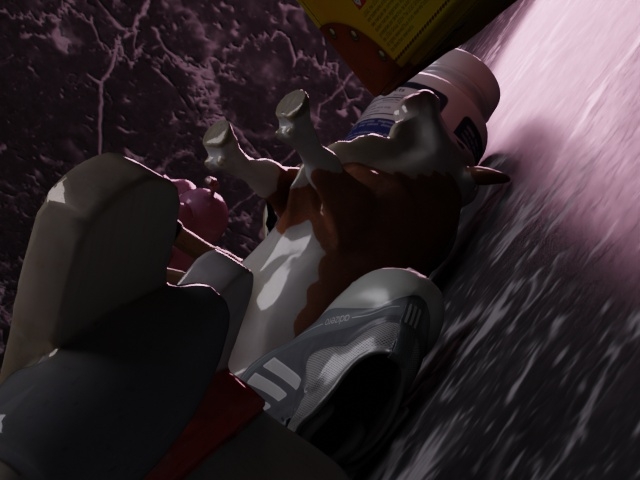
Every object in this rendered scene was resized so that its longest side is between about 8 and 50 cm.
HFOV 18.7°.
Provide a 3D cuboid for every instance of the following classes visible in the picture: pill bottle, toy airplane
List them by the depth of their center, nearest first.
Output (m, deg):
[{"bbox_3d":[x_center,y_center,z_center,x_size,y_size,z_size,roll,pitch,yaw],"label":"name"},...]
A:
[{"bbox_3d":[-0.136,0.167,0.856,0.384,0.272,0.386,-42,-33,2],"label":"toy airplane"},{"bbox_3d":[0.068,-0.066,1.457,0.169,0.094,0.094,-54,4,-33],"label":"pill bottle"}]

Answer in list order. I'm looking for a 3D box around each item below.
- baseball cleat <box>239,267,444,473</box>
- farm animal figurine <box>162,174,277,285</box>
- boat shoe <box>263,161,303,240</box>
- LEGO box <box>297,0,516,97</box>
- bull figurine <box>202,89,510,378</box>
[{"bbox_3d":[-0.008,0.094,1.043,0.206,0.072,0.109,-54,8,44],"label":"baseball cleat"},{"bbox_3d":[-0.110,0.125,1.450,0.327,0.172,0.330,-65,12,-4],"label":"farm animal figurine"},{"bbox_3d":[0.000,0.000,1.710,0.092,0.103,0.285,-44,11,32],"label":"boat shoe"},{"bbox_3d":[0.182,-0.329,1.116,0.372,0.193,0.500,-37,-2,-23],"label":"LEGO box"},{"bbox_3d":[-0.011,0.018,1.203,0.101,0.188,0.310,12,68,51],"label":"bull figurine"}]
